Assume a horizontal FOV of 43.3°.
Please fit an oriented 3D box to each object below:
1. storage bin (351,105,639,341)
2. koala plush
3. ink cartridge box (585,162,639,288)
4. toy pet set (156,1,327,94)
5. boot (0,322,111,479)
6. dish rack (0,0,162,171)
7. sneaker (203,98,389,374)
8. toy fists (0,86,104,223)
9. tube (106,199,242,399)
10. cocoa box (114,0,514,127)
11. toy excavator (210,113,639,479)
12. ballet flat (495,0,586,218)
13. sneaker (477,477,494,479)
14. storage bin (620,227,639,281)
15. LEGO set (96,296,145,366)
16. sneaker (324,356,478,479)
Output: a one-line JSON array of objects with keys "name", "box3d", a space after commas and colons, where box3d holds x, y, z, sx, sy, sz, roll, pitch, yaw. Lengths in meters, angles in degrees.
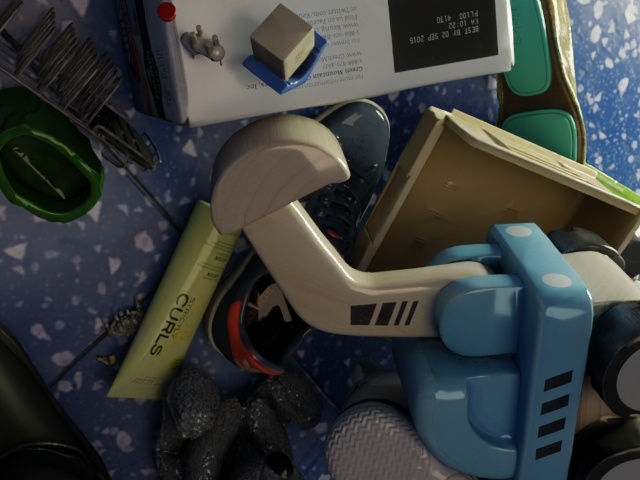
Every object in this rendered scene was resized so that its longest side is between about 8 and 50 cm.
[{"name": "storage bin", "box3d": [0.195, 0.007, 0.975, 0.260, 0.123, 0.262, 19, 113, -19]}, {"name": "koala plush", "box3d": [-0.072, 0.283, 0.900, 0.196, 0.221, 0.203, 6, 114, -36]}, {"name": "ink cartridge box", "box3d": [0.387, 0.032, 1.148, 0.188, 0.097, 0.255, 23, 92, -27]}, {"name": "toy pet set", "box3d": [-0.051, -0.183, 0.663, 0.114, 0.065, 0.122, 39, 80, 8]}, {"name": "boot", "box3d": [-0.264, 0.225, 0.685, 0.146, 0.445, 0.367, -44, 116, -10]}, {"name": "dish rack", "box3d": [-0.250, -0.173, 0.741, 0.271, 0.208, 0.074, 38, 97, -28]}, {"name": "sneaker", "box3d": [0.000, 0.000, 0.926, 0.131, 0.148, 0.350, 27, 89, -28]}, {"name": "toy fists", "box3d": [-0.324, -0.118, 0.751, 0.279, 0.142, 0.096, 34, 103, -28]}, {"name": "tube", "box3d": [-0.159, 0.074, 0.919, 0.070, 0.062, 0.240, 25, 92, -14]}, {"name": "cocoa box", "box3d": [-0.019, -0.258, 0.810, 0.347, 0.228, 0.232, -14, 107, -21]}, {"name": "toy excavator", "box3d": [0.126, 0.085, 0.814, 0.445, 0.222, 0.433, -5, 117, -6]}, {"name": "ballet flat", "box3d": [0.285, -0.188, 1.048, 0.123, 0.123, 0.349, -22, 112, -20]}, {"name": "sneaker", "box3d": [0.216, 0.349, 1.105, 0.086, 0.163, 0.226, -43, 117, -13]}, {"name": "storage bin", "box3d": [0.401, 0.005, 1.058, 0.135, 0.091, 0.098, 13, 63, -32]}, {"name": "LEGO set", "box3d": [-0.222, 0.106, 0.915, 0.054, 0.023, 0.083, 3, 101, -26]}, {"name": "sneaker", "box3d": [0.149, 0.295, 0.959, 0.137, 0.210, 0.366, -39, 101, 15]}]
